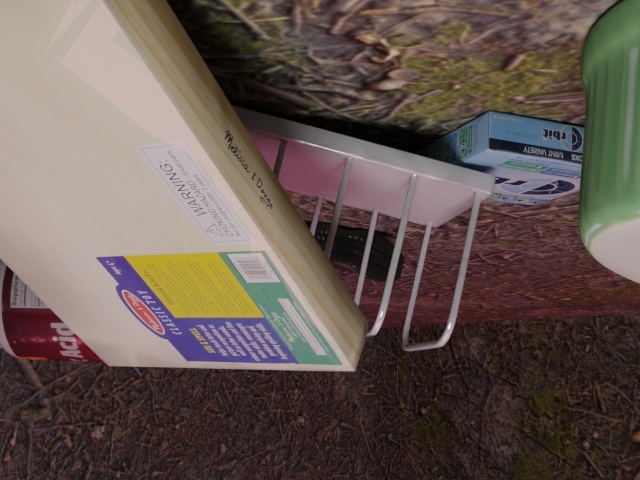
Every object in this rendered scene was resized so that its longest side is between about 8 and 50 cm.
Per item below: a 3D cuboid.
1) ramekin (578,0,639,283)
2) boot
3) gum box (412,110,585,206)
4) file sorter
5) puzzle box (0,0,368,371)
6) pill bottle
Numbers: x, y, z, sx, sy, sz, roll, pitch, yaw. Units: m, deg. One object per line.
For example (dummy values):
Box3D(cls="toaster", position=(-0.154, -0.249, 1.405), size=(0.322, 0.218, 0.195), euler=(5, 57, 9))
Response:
Box3D(cls="ramekin", position=(0.320, -0.047, 0.612), size=(0.304, 0.148, 0.303), euler=(12, 167, 3))
Box3D(cls="boot", position=(0.024, 0.016, 1.496), size=(0.198, 0.076, 0.137), euler=(23, 166, -28))
Box3D(cls="gum box", position=(0.195, -0.078, 0.934), size=(0.157, 0.041, 0.184), euler=(7, 169, -18))
Box3D(cls="file sorter", position=(0.000, 0.000, 0.924), size=(0.278, 0.173, 0.193), euler=(14, 170, -7))
Box3D(cls="puzzle box", position=(-0.160, -0.031, 0.700), size=(0.272, 0.052, 0.409), euler=(-3, 139, 28))
Box3D(cls="pill bottle", position=(-0.446, 0.105, 1.642), size=(0.393, 0.223, 0.224), euler=(1, 170, 7))
